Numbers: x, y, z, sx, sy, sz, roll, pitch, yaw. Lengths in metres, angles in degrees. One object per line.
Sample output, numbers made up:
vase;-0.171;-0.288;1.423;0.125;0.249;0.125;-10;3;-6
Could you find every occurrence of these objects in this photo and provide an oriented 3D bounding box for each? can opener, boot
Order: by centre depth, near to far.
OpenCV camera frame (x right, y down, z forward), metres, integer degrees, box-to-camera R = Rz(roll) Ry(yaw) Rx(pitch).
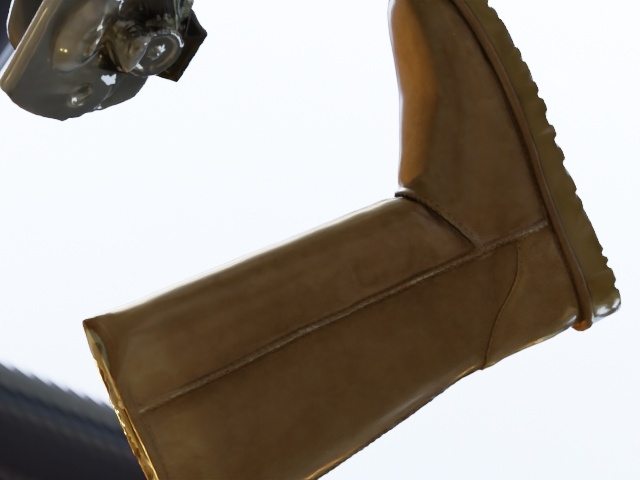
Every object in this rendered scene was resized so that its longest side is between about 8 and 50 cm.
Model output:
can opener;-0.052;-0.165;0.703;0.076;0.283;0.095;-1;-135;-46
boot;0.000;0.000;0.955;0.269;0.089;0.236;-25;-93;-11
